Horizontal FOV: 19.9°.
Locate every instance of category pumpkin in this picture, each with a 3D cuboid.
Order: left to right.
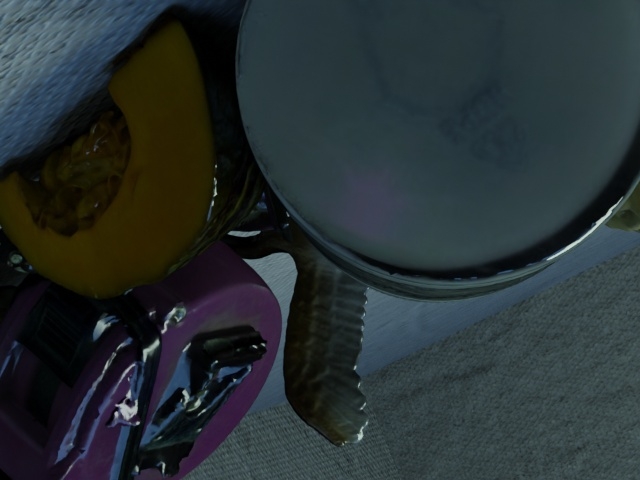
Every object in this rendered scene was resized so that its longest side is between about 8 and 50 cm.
[{"bbox_3d":[-0.067,-0.044,1.074,0.163,0.111,0.278,-22,172,-37],"label":"pumpkin"}]

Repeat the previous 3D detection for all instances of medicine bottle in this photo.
[{"bbox_3d":[0.063,-0.064,0.936,0.190,0.190,0.332,-22,176,1],"label":"medicine bottle"}]

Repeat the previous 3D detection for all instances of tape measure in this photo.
[{"bbox_3d":[-0.143,0.104,1.379,0.232,0.149,0.245,-9,130,-52],"label":"tape measure"}]

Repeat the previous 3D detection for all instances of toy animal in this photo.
[{"bbox_3d":[0.001,-0.011,1.474,0.160,0.197,0.272,-54,-165,45],"label":"toy animal"}]

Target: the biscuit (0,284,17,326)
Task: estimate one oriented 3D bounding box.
[{"bbox_3d":[-0.332,0.097,1.380,0.186,0.079,0.309,-26,170,35],"label":"biscuit"}]

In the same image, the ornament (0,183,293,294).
[{"bbox_3d":[-0.117,-0.008,1.248,0.203,0.081,0.088,-21,171,-3],"label":"ornament"}]

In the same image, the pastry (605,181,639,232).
[{"bbox_3d":[0.262,-0.135,1.174,0.256,0.170,0.237,-31,-172,25],"label":"pastry"}]
